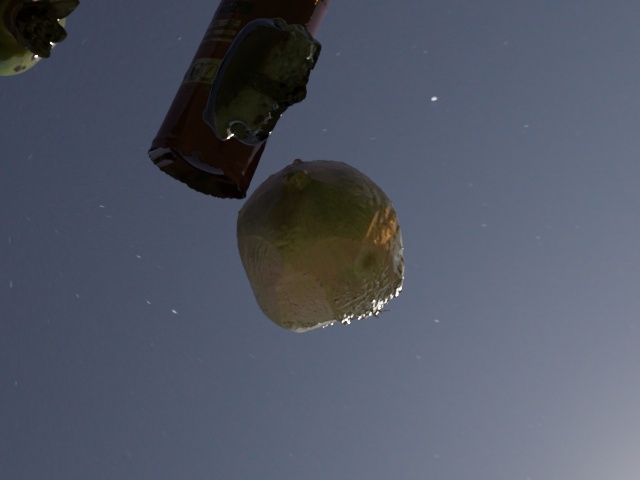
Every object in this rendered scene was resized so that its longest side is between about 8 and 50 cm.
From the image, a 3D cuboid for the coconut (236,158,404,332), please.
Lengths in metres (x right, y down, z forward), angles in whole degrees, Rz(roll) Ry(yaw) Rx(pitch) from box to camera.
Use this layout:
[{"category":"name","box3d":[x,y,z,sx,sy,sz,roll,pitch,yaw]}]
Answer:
[{"category":"coconut","box3d":[-0.003,0.000,0.987,0.194,0.194,0.194,-1,-87,-19]}]

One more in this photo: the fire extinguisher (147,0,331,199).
[{"category":"fire extinguisher","box3d":[-0.070,-0.219,0.909,0.147,0.106,0.337,42,-115,-53]}]

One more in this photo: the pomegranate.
[{"category":"pomegranate","box3d":[-0.282,-0.209,0.789,0.129,0.159,0.129,-2,-86,-29]}]

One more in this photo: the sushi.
[{"category":"sushi","box3d":[-0.039,-0.095,0.547,0.046,0.044,0.083,20,-67,-35]}]
